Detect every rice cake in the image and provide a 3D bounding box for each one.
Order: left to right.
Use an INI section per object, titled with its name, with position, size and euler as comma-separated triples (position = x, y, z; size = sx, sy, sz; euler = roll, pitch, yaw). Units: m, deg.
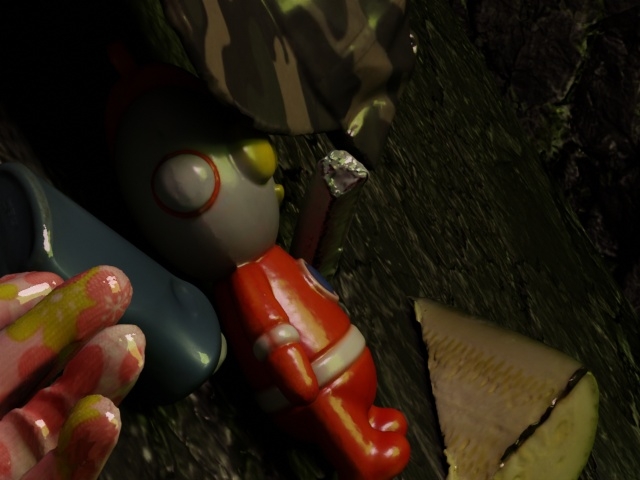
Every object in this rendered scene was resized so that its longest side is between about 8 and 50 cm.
[rice cake]
position = -0.001, 0.000, 1.166
size = 0.033, 0.033, 0.207
euler = 48, -27, 17

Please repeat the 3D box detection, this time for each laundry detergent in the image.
[laundry detergent]
position = -0.117, 0.035, 0.925
size = 0.206, 0.061, 0.097
euler = 39, 17, -50

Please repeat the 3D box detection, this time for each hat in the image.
[hat]
position = -0.069, -0.226, 1.116
size = 0.366, 0.257, 0.382
euler = 37, -8, 7

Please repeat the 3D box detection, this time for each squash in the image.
[squash]
position = 0.125, 0.159, 1.462
size = 0.252, 0.169, 0.093
euler = 22, -24, 54

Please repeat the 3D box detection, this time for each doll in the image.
[doll]
position = -0.045, 0.010, 1.090
size = 0.336, 0.105, 0.200
euler = 57, 6, -4

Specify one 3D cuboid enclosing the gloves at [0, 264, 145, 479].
[gloves]
position = -0.160, 0.074, 0.631
size = 0.145, 0.126, 0.241
euler = 33, 20, 3
